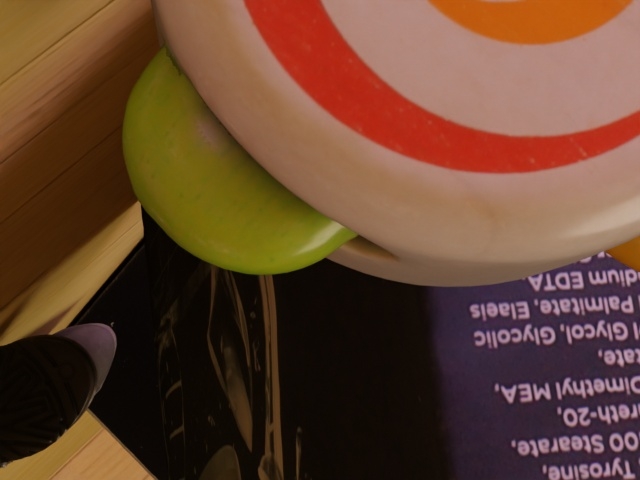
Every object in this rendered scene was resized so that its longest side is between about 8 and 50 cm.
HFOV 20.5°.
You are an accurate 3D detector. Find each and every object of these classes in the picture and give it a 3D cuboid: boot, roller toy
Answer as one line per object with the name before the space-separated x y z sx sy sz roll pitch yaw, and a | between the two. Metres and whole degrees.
boot | -0.185 0.100 1.198 0.190 0.076 0.208 -31 177 24
roller toy | 0.046 -0.083 0.537 0.209 0.191 0.146 0 175 -4

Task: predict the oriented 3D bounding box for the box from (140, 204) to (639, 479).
box | 0.108 0.111 0.893 0.297 0.471 0.480 -3 162 -18

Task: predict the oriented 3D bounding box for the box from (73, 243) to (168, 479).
box | 0.000 0.000 1.412 0.343 0.179 0.312 -46 176 34
